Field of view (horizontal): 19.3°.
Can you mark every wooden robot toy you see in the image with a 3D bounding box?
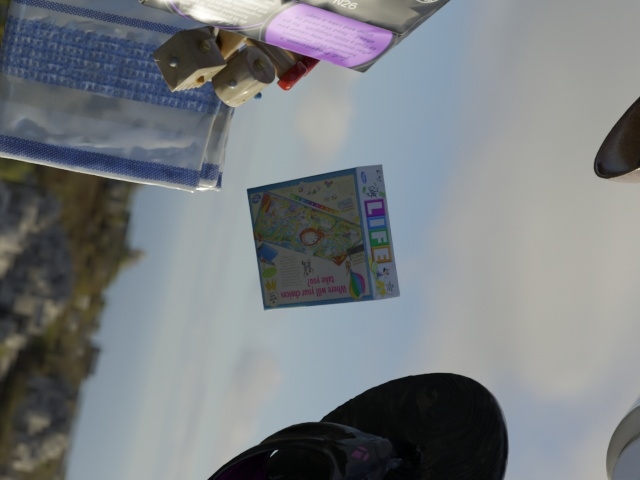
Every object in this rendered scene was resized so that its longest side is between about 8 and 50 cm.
[{"bbox_3d":[-0.056,-0.116,1.195,0.079,0.076,0.173,-34,-174,35],"label":"wooden robot toy"}]

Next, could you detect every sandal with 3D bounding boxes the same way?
[{"bbox_3d":[-0.053,0.241,1.469,0.167,0.446,0.107,64,5,28],"label":"sandal"}]

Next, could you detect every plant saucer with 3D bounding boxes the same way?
[{"bbox_3d":[0.328,-0.114,1.662,0.198,0.036,0.198,-43,-168,12],"label":"plant saucer"}]

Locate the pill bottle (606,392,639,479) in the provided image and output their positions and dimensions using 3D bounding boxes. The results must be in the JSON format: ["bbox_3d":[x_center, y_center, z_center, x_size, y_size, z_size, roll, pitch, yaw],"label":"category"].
[{"bbox_3d":[0.315,0.184,1.625,0.221,0.124,0.124,-24,128,-71],"label":"pill bottle"}]

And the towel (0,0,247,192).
[{"bbox_3d":[-0.160,-0.183,1.594,0.034,0.209,0.285,-106,-153,-65],"label":"towel"}]

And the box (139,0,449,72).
[{"bbox_3d":[-0.006,-0.260,1.090,0.143,0.165,0.270,-38,-133,46],"label":"box"}]

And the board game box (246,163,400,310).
[{"bbox_3d":[0.000,0.000,1.491,0.154,0.026,0.103,-8,-90,54],"label":"board game box"}]
